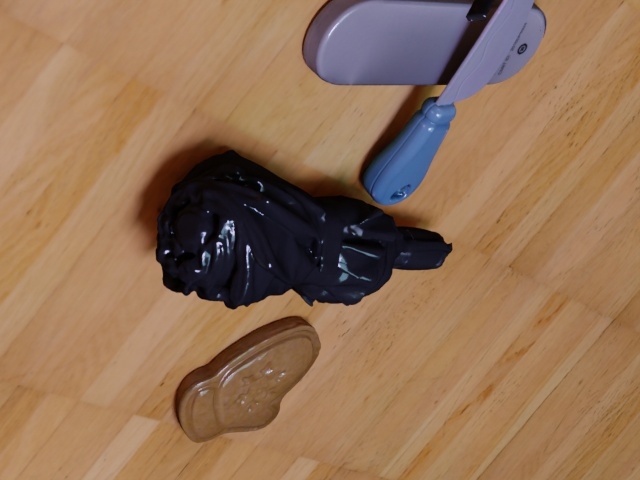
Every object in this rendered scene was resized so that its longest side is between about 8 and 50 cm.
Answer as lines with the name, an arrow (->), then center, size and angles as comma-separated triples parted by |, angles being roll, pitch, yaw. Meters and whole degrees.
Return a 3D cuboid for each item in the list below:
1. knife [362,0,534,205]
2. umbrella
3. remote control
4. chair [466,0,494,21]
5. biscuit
knife -> 0.109, -0.120, 1.390 | 0.058, 0.032, 0.244 | -1, 136, -46
umbrella -> 0.000, 0.000, 1.390 | 0.340, 0.118, 0.118 | 2, 126, -55
remote control -> 0.083, -0.152, 1.367 | 0.245, 0.022, 0.077 | -6, 133, -45
chair -> 0.183, -0.288, 1.210 | 0.159, 0.172, 0.247 | 68, 29, -55
biscuit -> -0.057, 0.123, 1.520 | 0.140, 0.023, 0.118 | -36, 146, -14
